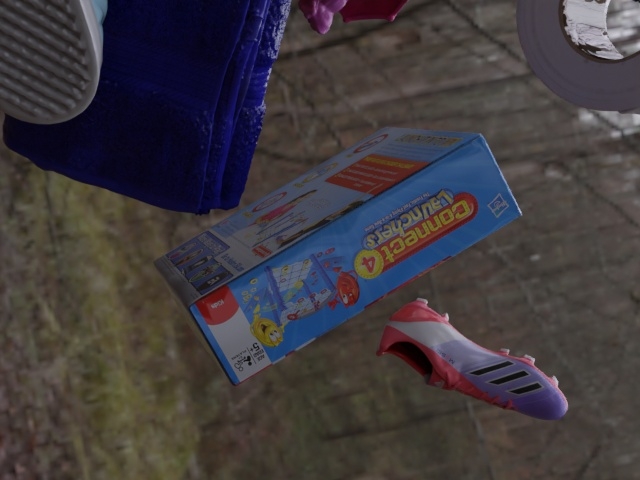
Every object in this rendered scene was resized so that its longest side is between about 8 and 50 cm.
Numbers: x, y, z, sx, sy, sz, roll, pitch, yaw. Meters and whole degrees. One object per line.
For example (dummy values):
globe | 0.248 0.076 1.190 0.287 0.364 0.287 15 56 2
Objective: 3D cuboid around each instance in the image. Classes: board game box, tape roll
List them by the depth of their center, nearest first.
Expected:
board game box | 0.000 0.000 1.232 0.086 0.302 0.308 62 -8 -12
tape roll | 0.383 -0.278 1.531 0.169 0.246 0.246 -8 85 -58

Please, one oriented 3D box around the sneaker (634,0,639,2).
sneaker | 0.460 -0.417 1.719 0.078 0.067 0.188 47 -51 55

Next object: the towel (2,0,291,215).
towel | -0.146 -0.177 1.068 0.076 0.228 0.308 -82 -172 -61

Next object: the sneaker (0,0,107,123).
sneaker | -0.229 -0.269 0.906 0.150 0.135 0.366 -98 -171 -47

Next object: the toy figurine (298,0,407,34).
toy figurine | 0.010 -0.190 0.767 0.173 0.130 0.159 -56 148 -25

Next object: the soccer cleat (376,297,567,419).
soccer cleat | 0.188 0.167 1.569 0.248 0.095 0.083 32 -33 11
